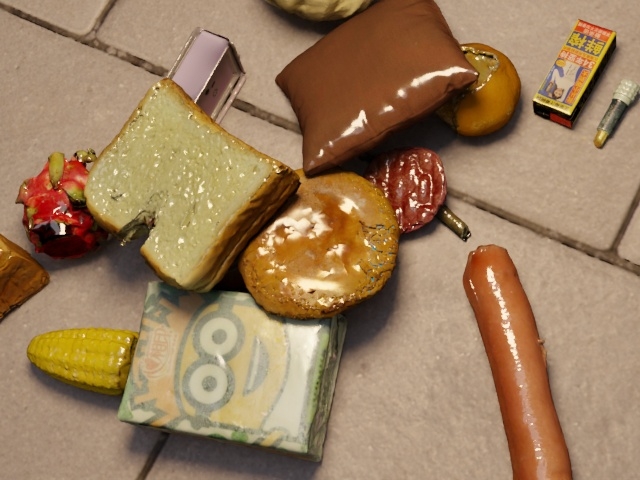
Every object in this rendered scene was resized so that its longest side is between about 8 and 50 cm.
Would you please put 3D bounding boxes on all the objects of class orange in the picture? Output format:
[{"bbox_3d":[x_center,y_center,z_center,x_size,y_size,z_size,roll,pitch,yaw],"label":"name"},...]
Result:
[{"bbox_3d":[0.247,-0.247,1.614,0.156,0.134,0.156,1,62,-1],"label":"orange"}]

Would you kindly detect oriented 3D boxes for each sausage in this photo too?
[{"bbox_3d":[0.293,0.206,1.484,0.094,0.094,0.419,-9,70,-8],"label":"sausage"}]

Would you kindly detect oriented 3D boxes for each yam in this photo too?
[{"bbox_3d":[0.194,-0.052,1.616,0.129,0.027,0.033,42,85,18],"label":"yam"}]

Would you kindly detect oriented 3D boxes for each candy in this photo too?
[{"bbox_3d":[-0.381,0.187,1.614,0.199,0.094,0.106,6,75,19],"label":"candy"}]

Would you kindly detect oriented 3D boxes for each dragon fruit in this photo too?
[{"bbox_3d":[-0.420,-0.065,1.667,0.166,0.160,0.172,-34,58,44],"label":"dragon fruit"}]

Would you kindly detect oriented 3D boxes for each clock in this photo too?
[{"bbox_3d":[-0.208,-0.242,1.688,0.073,0.144,0.193,26,78,12],"label":"clock"}]

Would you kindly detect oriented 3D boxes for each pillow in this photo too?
[{"bbox_3d":[0.079,-0.259,1.604,0.305,0.108,0.308,-31,39,12],"label":"pillow"}]

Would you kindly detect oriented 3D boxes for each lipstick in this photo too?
[{"bbox_3d":[0.469,-0.202,1.610,0.037,0.037,0.116,29,84,17],"label":"lipstick"}]

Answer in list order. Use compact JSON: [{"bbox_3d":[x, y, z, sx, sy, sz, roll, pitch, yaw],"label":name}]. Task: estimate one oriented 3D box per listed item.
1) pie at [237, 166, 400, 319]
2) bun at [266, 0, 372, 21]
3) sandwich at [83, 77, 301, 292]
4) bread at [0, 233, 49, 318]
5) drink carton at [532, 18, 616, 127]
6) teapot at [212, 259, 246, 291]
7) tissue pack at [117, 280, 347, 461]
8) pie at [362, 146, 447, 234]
[{"bbox_3d":[-0.001,0.000,1.519,0.273,0.069,0.273,-1,63,2],"label":"pie"},{"bbox_3d":[-0.016,-0.460,1.705,0.259,0.160,0.259,6,36,-5],"label":"bun"},{"bbox_3d":[-0.208,-0.076,1.506,0.273,0.095,0.249,38,91,24],"label":"sandwich"},{"bbox_3d":[-0.562,0.047,1.657,0.143,0.158,0.149,-44,75,-7],"label":"bread"},{"bbox_3d":[0.413,-0.270,1.631,0.071,0.056,0.166,26,79,25],"label":"drink carton"},{"bbox_3d":[-0.157,-0.027,1.616,0.178,0.135,0.252,20,93,-18],"label":"teapot"},{"bbox_3d":[-0.133,0.197,1.546,0.311,0.128,0.228,8,74,14],"label":"tissue pack"},{"bbox_3d":[0.134,-0.081,1.610,0.153,0.038,0.153,-3,83,26],"label":"pie"}]
